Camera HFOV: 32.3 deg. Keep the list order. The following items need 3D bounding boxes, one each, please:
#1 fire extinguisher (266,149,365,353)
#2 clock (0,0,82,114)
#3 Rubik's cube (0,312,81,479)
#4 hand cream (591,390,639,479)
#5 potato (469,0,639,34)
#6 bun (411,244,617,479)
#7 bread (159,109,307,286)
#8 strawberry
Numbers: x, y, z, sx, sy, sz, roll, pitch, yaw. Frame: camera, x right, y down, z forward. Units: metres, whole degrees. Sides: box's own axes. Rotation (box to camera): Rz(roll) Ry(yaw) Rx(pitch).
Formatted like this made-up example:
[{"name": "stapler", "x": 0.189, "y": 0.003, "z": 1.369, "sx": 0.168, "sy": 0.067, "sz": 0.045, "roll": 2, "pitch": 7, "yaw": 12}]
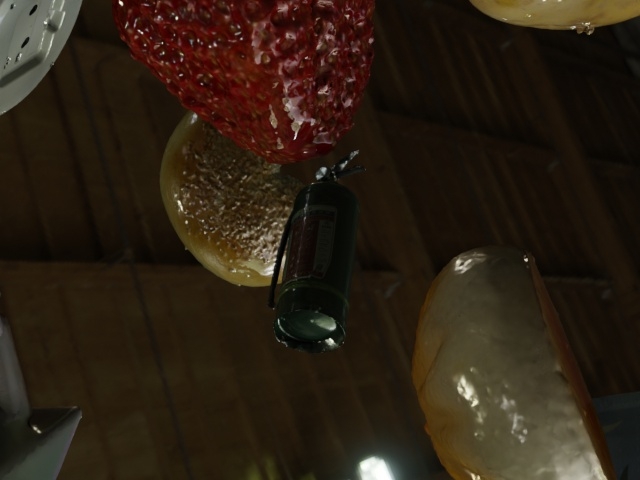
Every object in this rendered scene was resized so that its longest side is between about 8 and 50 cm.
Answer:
[{"name": "fire extinguisher", "x": 0.000, "y": 0.000, "z": 1.428, "sx": 0.093, "sy": 0.118, "sz": 0.294, "roll": 46, "pitch": -143, "yaw": -37}, {"name": "clock", "x": -0.365, "y": -0.255, "z": 1.286, "sx": 0.083, "sy": 0.230, "sz": 0.230, "roll": 31, "pitch": -144, "yaw": 1}, {"name": "Rubik's cube", "x": -0.353, "y": 0.137, "z": 0.694, "sx": 0.368, "sy": 0.387, "sz": 0.358, "roll": -134, "pitch": 32, "yaw": -72}, {"name": "hand cream", "x": 0.349, "y": 0.305, "z": 1.224, "sx": 0.058, "sy": 0.091, "sz": 0.271, "roll": -12, "pitch": -87, "yaw": -86}, {"name": "potato", "x": 0.149, "y": -0.168, "z": 0.587, "sx": 0.178, "sy": 0.118, "sz": 0.109, "roll": -23, "pitch": -59, "yaw": -29}, {"name": "bun", "x": 0.180, "y": 0.159, "z": 1.105, "sx": 0.299, "sy": 0.164, "sz": 0.299, "roll": 59, "pitch": -163, "yaw": -31}, {"name": "bread", "x": -0.134, "y": -0.081, "z": 1.624, "sx": 0.192, "sy": 0.171, "sz": 0.314, "roll": -11, "pitch": -92, "yaw": -33}, {"name": "strawberry", "x": -0.064, "y": -0.202, "z": 0.994, "sx": 0.250, "sy": 0.238, "sz": 0.288, "roll": -26, "pitch": -89, "yaw": -41}]
